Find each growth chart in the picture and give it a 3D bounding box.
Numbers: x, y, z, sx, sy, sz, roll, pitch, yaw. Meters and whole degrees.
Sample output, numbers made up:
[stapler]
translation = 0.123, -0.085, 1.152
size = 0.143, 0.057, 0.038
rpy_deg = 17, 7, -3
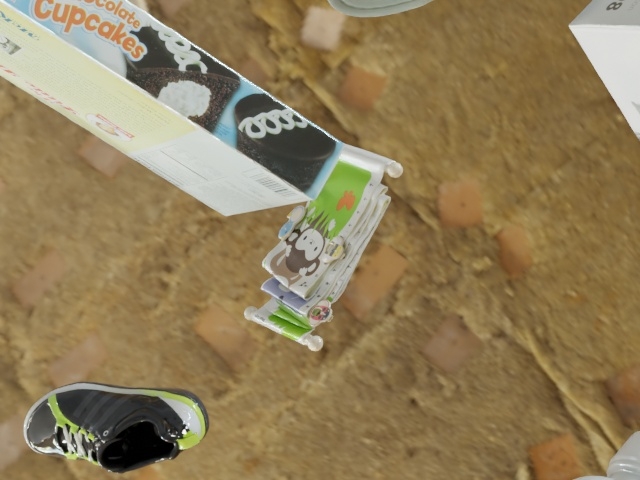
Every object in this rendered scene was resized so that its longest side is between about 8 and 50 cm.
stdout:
[growth chart]
translation = 0.000, 0.000, 1.568
size = 0.172, 0.021, 0.237
rpy_deg = 10, -109, 54

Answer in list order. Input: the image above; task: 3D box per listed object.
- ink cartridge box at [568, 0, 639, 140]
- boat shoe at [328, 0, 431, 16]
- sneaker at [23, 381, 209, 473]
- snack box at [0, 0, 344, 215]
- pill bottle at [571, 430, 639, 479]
[ink cartridge box]
translation = 0.168, -0.075, 0.556
size = 0.104, 0.180, 0.060
rpy_deg = -47, -152, -17
[boat shoe]
translation = 0.141, -0.273, 1.286
size = 0.303, 0.114, 0.091
rpy_deg = -6, -133, -11
[sneaker]
translation = -0.235, 0.207, 1.595
size = 0.235, 0.097, 0.084
rpy_deg = -9, -70, 23
[snack box]
translation = -0.158, -0.128, 1.164
size = 0.187, 0.322, 0.060
rpy_deg = -6, -126, 64
[pill bottle]
translation = 0.170, 0.222, 0.907
size = 0.118, 0.117, 0.208
rpy_deg = 30, -114, 30
